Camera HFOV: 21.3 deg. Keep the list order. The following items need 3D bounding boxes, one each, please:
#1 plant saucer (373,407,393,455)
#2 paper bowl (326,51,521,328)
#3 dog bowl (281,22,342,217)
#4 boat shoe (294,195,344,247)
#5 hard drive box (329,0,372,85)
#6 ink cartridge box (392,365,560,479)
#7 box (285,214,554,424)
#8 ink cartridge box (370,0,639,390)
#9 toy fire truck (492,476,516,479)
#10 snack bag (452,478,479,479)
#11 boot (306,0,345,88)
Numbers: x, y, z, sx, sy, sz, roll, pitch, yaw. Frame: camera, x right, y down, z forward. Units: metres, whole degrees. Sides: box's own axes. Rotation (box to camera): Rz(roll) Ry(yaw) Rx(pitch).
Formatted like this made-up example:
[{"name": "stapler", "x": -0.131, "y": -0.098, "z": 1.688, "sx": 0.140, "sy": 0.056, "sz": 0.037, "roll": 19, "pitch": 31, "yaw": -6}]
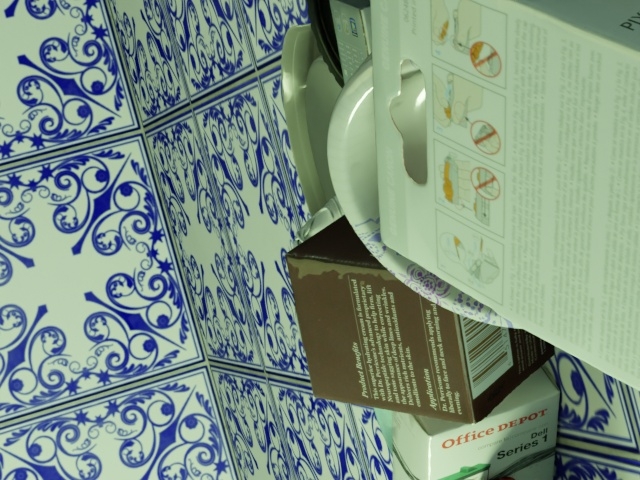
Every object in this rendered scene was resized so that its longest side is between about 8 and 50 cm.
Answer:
[{"name": "plant saucer", "x": 0.113, "y": 0.218, "z": 2.237, "sx": 0.195, "sy": 0.037, "sz": 0.195, "roll": 165, "pitch": 90, "yaw": -75}, {"name": "paper bowl", "x": 0.160, "y": -0.077, "z": 1.429, "sx": 0.284, "sy": 0.148, "sz": 0.284, "roll": 19, "pitch": 136, "yaw": 20}, {"name": "dog bowl", "x": 0.063, "y": -0.101, "z": 1.973, "sx": 0.349, "sy": 0.102, "sz": 0.348, "roll": 163, "pitch": 90, "yaw": -75}, {"name": "boat shoe", "x": 0.000, "y": 0.000, "z": 1.982, "sx": 0.184, "sy": 0.063, "sz": 0.066, "roll": 126, "pitch": 126, "yaw": -71}, {"name": "hard drive box", "x": 0.122, "y": -0.131, "z": 1.590, "sx": 0.089, "sy": 0.181, "sz": 0.232, "roll": -142, "pitch": 40, "yaw": -65}, {"name": "ink cartridge box", "x": 0.165, "y": 0.232, "z": 1.839, "sx": 0.092, "sy": 0.160, "sz": 0.219, "roll": -124, "pitch": 23, "yaw": -45}, {"name": "box", "x": 0.103, "y": 0.064, "z": 1.723, "sx": 0.203, "sy": 0.167, "sz": 0.168, "roll": 7, "pitch": 118, "yaw": 37}, {"name": "ink cartridge box", "x": 0.207, "y": -0.052, "z": 1.278, "sx": 0.385, "sy": 0.091, "sz": 0.308, "roll": 30, "pitch": 140, "yaw": 34}, {"name": "toy fire truck", "x": 0.232, "y": 0.427, "z": 1.792, "sx": 0.254, "sy": 0.169, "sz": 0.302, "roll": -121, "pitch": 22, "yaw": -48}, {"name": "snack bag", "x": 0.260, "y": 0.374, "z": 1.491, "sx": 0.342, "sy": 0.037, "sz": 0.323, "roll": -3, "pitch": 104, "yaw": 49}, {"name": "boot", "x": 0.064, "y": -0.311, "z": 1.702, "sx": 0.260, "sy": 0.131, "sz": 0.348, "roll": 161, "pitch": 93, "yaw": -75}]
